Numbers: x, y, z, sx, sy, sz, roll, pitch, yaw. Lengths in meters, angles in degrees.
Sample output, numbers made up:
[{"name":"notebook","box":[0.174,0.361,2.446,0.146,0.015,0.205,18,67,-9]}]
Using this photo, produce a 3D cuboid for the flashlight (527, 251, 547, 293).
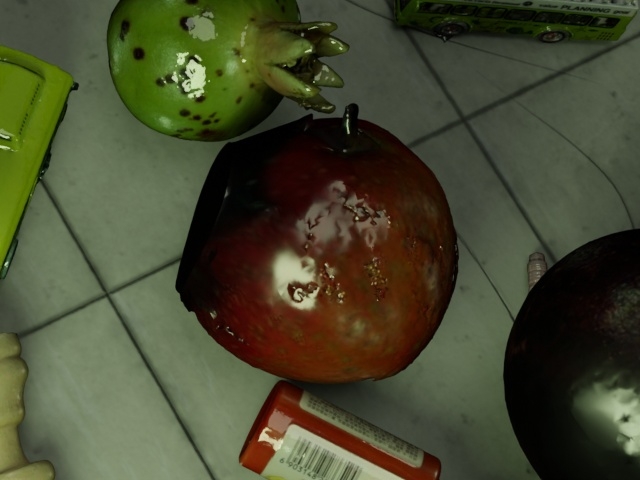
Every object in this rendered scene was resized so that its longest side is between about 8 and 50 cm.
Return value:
[{"name":"flashlight","box":[0.259,0.067,1.953,0.031,0.052,0.110,30,51,-42]}]

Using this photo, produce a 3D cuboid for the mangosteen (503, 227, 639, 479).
[{"name":"mangosteen","box":[0.408,0.130,1.756,0.382,0.435,0.382,34,21,-15]}]

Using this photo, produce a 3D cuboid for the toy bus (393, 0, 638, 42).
[{"name":"toy bus","box":[0.245,-0.320,2.042,0.301,0.139,0.113,2,71,-16]}]

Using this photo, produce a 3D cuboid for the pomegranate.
[{"name":"pomegranate","box":[-0.091,-0.219,1.854,0.286,0.231,0.231,2,65,19]}]

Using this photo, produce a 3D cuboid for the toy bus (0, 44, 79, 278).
[{"name":"toy bus","box":[-0.360,-0.081,1.780,0.128,0.150,0.262,20,65,-8]}]

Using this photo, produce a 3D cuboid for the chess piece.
[{"name":"chess piece","box":[-0.322,0.259,1.684,0.139,0.124,0.307,-8,71,-57]}]

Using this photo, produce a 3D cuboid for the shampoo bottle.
[{"name":"shampoo bottle","box":[0.056,0.256,1.781,0.278,0.104,0.104,27,65,-3]}]

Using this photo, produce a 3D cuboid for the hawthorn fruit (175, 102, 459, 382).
[{"name":"hawthorn fruit","box":[-0.006,0.014,1.771,0.316,0.316,0.316,5,68,-13]}]
